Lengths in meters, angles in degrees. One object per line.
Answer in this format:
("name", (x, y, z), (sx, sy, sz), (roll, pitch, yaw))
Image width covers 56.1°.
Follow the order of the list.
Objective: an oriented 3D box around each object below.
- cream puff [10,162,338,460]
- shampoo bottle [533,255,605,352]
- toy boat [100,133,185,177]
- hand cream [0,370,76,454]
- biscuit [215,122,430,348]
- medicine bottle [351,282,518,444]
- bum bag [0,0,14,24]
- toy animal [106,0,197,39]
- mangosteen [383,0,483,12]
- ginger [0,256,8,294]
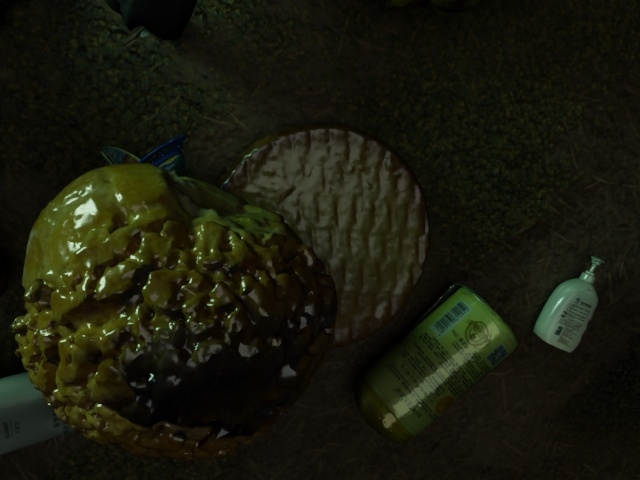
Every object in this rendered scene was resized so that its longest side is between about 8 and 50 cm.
("cream puff", (-0.146, 0.087, 0.647), (0.327, 0.231, 0.343), (-28, 124, -6))
("shampoo bottle", (0.391, 0.092, 0.925), (0.077, 0.045, 0.152), (22, 100, -15))
("toy boat", (-0.235, -0.075, 0.732), (0.110, 0.091, 0.175), (44, 87, 9))
("hand cream", (-0.365, 0.208, 0.714), (0.340, 0.077, 0.124), (-13, 125, -36))
("biscuit", (0.000, 0.000, 0.817), (0.317, 0.040, 0.318), (-3, 106, -11))
("medicine bottle", (0.156, 0.181, 0.858), (0.239, 0.124, 0.124), (-42, 109, 1))
("bum bag", (-0.355, -0.282, 0.669), (0.058, 0.034, 0.124), (44, 91, -9))
("toy animal", (-0.129, -0.376, 0.624), (0.106, 0.168, 0.343), (25, 112, -15))
("mangosteen", (0.184, -0.391, 0.634), (0.307, 0.307, 0.347), (42, 109, -18))
("ginger", (-0.489, 0.060, 0.662), (0.256, 0.176, 0.375), (28, 95, -35))
